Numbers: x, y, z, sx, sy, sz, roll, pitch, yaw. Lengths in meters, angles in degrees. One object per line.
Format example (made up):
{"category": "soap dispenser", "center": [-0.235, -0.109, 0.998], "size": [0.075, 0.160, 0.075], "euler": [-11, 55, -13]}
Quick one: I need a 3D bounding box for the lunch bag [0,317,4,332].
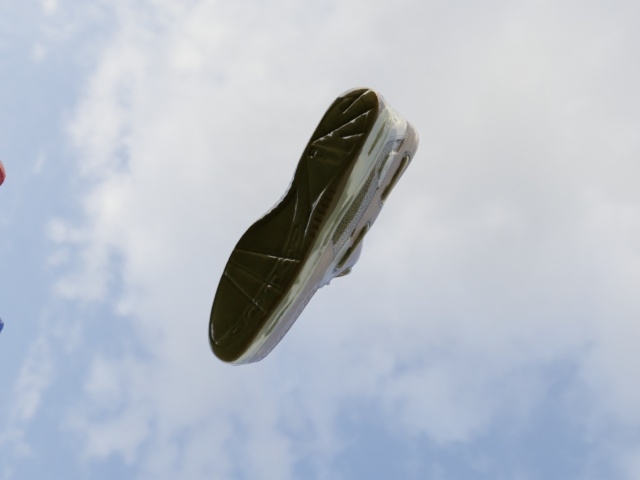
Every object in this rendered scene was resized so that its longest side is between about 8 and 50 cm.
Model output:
{"category": "lunch bag", "center": [-0.309, 0.158, 0.524], "size": [0.138, 0.221, 0.293], "euler": [29, -63, 22]}

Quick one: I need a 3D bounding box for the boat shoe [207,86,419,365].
{"category": "boat shoe", "center": [0.000, 0.000, 1.158], "size": [0.121, 0.110, 0.341], "euler": [33, -90, 50]}

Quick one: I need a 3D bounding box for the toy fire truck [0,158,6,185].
{"category": "toy fire truck", "center": [-0.377, -0.015, 1.022], "size": [0.192, 0.047, 0.135], "euler": [-48, -141, -15]}
